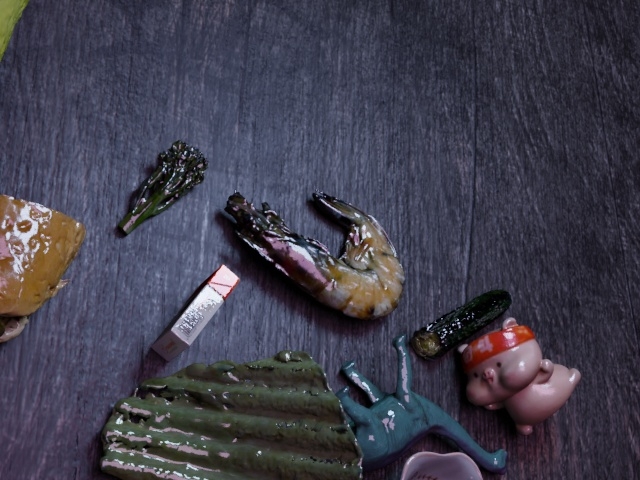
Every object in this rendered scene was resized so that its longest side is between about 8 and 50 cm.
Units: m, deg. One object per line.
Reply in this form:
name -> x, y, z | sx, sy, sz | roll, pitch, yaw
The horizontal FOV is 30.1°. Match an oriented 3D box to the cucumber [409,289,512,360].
cucumber -> 0.275, 0.144, 2.195 | 0.245, 0.067, 0.067 | -28, 84, -32

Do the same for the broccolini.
broccolini -> -0.262, -0.085, 2.010 | 0.091, 0.068, 0.203 | 48, 55, -25

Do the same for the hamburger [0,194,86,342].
hamburger -> -0.510, 0.048, 1.766 | 0.329, 0.162, 0.209 | 9, 64, -30

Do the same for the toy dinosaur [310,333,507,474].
toy dinosaur -> 0.129, 0.365, 2.015 | 0.383, 0.129, 0.331 | -38, 97, -32

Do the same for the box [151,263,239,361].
box -> -0.203, 0.118, 1.933 | 0.048, 0.100, 0.152 | 40, 57, -10

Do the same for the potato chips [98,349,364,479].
potato chips -> -0.131, 0.355, 1.830 | 0.389, 0.097, 0.373 | -15, 74, -7

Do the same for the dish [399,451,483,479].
dish -> 0.186, 0.464, 2.000 | 0.229, 0.081, 0.230 | 7, 76, -30

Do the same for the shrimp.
shrimp -> 0.000, 0.000, 2.118 | 0.365, 0.071, 0.233 | 34, 48, -11

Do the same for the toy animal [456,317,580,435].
toy animal -> 0.350, 0.238, 2.143 | 0.197, 0.171, 0.171 | 40, 57, -10

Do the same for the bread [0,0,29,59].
bread -> -0.617, -0.341, 1.773 | 0.348, 0.348, 0.308 | 14, 71, -22
